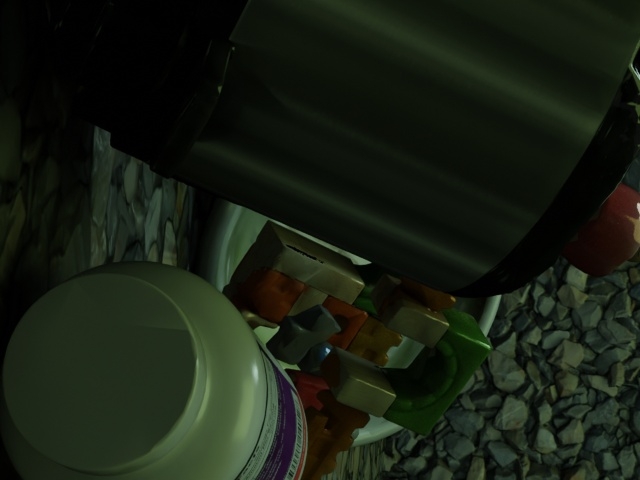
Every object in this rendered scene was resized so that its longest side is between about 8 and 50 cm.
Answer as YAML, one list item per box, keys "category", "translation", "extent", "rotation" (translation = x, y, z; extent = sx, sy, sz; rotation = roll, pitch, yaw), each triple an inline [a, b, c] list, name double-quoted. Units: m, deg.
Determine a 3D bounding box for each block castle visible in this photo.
- category: "block castle"
  translation: [0.084, 0.070, 1.483]
  extent: [0.453, 0.213, 0.303]
  rotation: [-56, -150, 16]

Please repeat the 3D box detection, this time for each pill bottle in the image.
- category: "pill bottle"
  translation: [-0.116, 0.122, 1.112]
  extent: [0.323, 0.182, 0.181]
  rotation: [65, 31, -72]

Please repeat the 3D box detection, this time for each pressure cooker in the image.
- category: "pressure cooker"
  translation: [0.010, -0.195, 1.105]
  extent: [0.375, 0.421, 0.370]
  rotation: [-66, -166, 3]

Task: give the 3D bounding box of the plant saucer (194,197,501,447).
- category: "plant saucer"
  translation: [0.022, 0.027, 1.724]
  extent: [0.100, 0.401, 0.400]
  rotation: [23, -66, 55]
